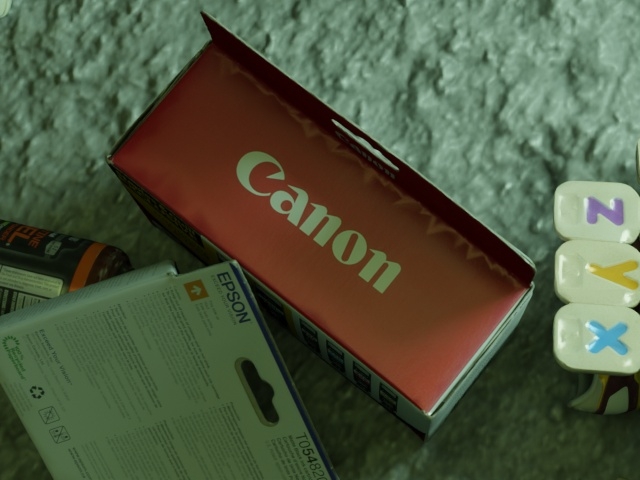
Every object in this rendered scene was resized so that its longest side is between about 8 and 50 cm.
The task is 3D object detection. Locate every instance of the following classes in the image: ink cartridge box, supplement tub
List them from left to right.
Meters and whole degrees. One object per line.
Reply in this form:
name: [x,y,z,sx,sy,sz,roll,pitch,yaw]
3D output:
supplement tub: [-0.227,0.044,1.137,0.198,0.106,0.106,13,78,6]
ink cartridge box: [-0.117,0.128,1.057,0.224,0.045,0.223,-17,111,17]
ink cartridge box: [0.000,0.000,1.047,0.309,0.272,0.130,38,82,11]

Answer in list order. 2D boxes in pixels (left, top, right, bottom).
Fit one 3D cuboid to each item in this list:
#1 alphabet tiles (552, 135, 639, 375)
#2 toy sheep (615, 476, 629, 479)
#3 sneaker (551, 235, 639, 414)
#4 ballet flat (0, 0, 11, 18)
alphabet tiles: [0.320,0.036,1.068,0.278,0.021,0.284,3,60,4]
toy sheep: [0.227,0.251,1.073,0.091,0.091,0.132,4,96,4]
sneaker: [0.230,0.050,1.126,0.084,0.069,0.185,-5,76,-3]
ballet flat: [-0.330,-0.215,1.226,0.221,0.077,0.079,-37,96,0]
